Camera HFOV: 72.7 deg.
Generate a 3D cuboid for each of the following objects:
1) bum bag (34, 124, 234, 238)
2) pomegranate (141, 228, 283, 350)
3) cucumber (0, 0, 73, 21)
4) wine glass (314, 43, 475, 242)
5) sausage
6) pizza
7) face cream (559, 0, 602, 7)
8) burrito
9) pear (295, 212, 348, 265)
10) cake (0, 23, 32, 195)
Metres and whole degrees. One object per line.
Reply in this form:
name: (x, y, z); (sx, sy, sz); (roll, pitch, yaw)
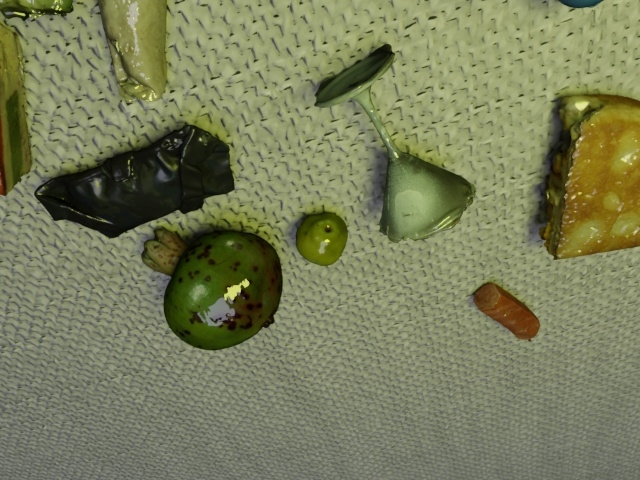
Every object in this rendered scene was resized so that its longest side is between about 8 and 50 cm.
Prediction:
bum bag: (-0.266, -0.076, 0.643); (0.310, 0.074, 0.137); (-16, 140, 16)
pomegranate: (-0.176, 0.062, 0.700); (0.248, 0.202, 0.202); (33, 123, 6)
cucumber: (-0.301, -0.387, 0.384); (0.105, 0.145, 0.325); (-28, 140, -41)
wine glass: (0.097, -0.127, 0.592); (0.156, 0.156, 0.232); (-27, 120, 16)
sausage: (0.381, 0.148, 0.867); (0.169, 0.065, 0.065); (32, 119, -26)
pizza: (0.482, -0.106, 0.666); (0.268, 0.087, 0.258); (-7, 124, 0)
face cream: (0.328, -0.361, 0.416); (0.083, 0.149, 0.264); (19, 128, -13)
burrito: (-0.217, -0.272, 0.502); (0.087, 0.060, 0.226); (5, 127, -7)
pear: (0.000, 0.000, 0.713); (0.092, 0.092, 0.097); (6, 144, -9)
cake: (-0.408, -0.174, 0.548); (0.116, 0.086, 0.220); (-12, 127, 8)
